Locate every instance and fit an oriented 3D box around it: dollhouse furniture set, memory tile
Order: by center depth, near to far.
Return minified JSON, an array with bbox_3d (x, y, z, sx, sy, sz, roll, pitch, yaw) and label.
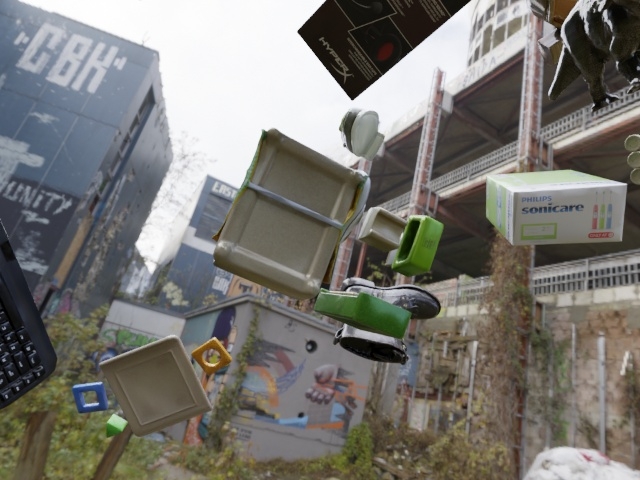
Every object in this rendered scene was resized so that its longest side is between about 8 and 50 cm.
[{"bbox_3d":[0.000,0.000,0.630,0.301,0.197,0.151,25,-12,-16],"label":"dollhouse furniture set"},{"bbox_3d":[0.711,-0.181,0.861,0.012,0.113,0.148,-9,-2,-20],"label":"memory tile"}]

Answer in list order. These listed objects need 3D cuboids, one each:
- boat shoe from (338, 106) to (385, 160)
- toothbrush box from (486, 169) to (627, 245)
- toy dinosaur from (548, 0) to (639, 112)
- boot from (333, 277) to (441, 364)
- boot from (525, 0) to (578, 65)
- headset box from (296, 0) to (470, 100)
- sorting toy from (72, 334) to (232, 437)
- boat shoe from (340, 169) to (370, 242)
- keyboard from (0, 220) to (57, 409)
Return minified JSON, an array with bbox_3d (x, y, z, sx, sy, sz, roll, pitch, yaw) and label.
[{"bbox_3d":[0.094,-0.273,1.056,0.091,0.109,0.305,33,9,12],"label":"boat shoe"},{"bbox_3d":[0.514,-0.084,0.956,0.206,0.122,0.283,-3,13,11],"label":"toothbrush box"},{"bbox_3d":[0.361,-0.256,0.509,0.121,0.160,0.313,-22,1,17],"label":"toy dinosaur"},{"bbox_3d":[0.151,0.180,0.883,0.263,0.229,0.091,9,-66,-5],"label":"boot"},{"bbox_3d":[0.624,-0.583,0.984,0.220,0.109,0.283,-32,-49,16],"label":"boot"},{"bbox_3d":[0.135,-0.328,0.503,0.293,0.218,0.110,-33,-72,32],"label":"headset box"},{"bbox_3d":[-0.346,0.309,0.897,0.348,0.196,0.047,-21,12,4],"label":"sorting toy"},{"bbox_3d":[0.060,-0.072,0.951,0.076,0.083,0.226,-17,-29,-41],"label":"boat shoe"},{"bbox_3d":[-0.221,0.024,0.239,0.038,0.100,0.192,-1,-69,27],"label":"keyboard"}]
